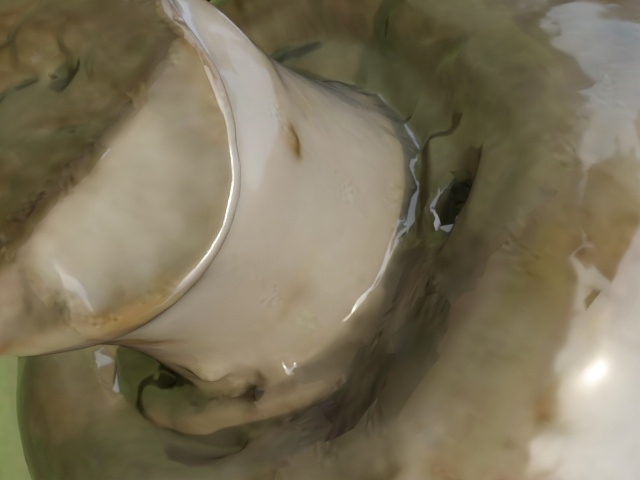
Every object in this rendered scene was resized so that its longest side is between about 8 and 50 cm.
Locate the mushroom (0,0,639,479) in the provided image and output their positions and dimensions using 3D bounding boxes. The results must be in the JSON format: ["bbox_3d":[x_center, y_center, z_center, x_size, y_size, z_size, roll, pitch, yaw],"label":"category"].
[{"bbox_3d":[0.000,0.000,0.592,0.290,0.297,0.297,41,26,-43],"label":"mushroom"}]
